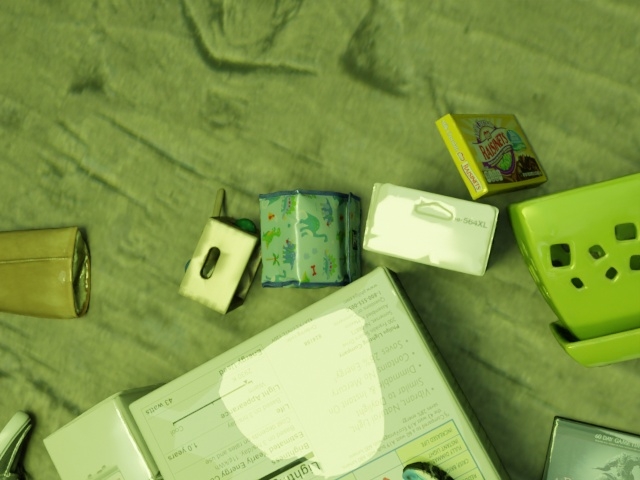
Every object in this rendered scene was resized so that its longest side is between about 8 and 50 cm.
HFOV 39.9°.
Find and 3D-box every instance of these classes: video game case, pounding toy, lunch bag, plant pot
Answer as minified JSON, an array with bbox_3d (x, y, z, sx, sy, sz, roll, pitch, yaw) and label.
[{"bbox_3d":[0.371,0.382,1.125,0.196,0.026,0.274,11,89,11],"label":"video game case"},{"bbox_3d":[-0.134,0.011,1.206,0.100,0.130,0.141,23,95,5],"label":"pounding toy"},{"bbox_3d":[0.000,0.000,1.170,0.096,0.151,0.128,-3,86,43],"label":"lunch bag"},{"bbox_3d":[0.361,0.027,1.058,0.227,0.228,0.207,-15,91,9],"label":"plant pot"}]

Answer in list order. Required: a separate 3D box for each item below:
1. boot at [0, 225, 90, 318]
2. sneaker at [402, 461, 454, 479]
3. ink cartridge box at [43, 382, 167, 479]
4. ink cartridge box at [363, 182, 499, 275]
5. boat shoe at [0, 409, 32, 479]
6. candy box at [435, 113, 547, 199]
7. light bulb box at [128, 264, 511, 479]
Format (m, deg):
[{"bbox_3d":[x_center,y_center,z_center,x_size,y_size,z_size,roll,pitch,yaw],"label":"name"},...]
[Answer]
[{"bbox_3d":[-0.475,-0.005,1.290,0.270,0.089,0.236,-1,96,11],"label":"boot"},{"bbox_3d":[0.135,0.308,0.930,0.073,0.063,0.162,-39,80,6],"label":"sneaker"},{"bbox_3d":[-0.211,0.342,1.147,0.117,0.207,0.283,-31,80,6],"label":"ink cartridge box"},{"bbox_3d":[0.144,-0.013,1.105,0.148,0.203,0.085,13,93,12],"label":"ink cartridge box"},{"bbox_3d":[-0.461,0.356,1.264,0.076,0.080,0.228,29,88,-6],"label":"boat shoe"},{"bbox_3d":[0.218,-0.109,1.105,0.027,0.206,0.105,-33,79,32],"label":"candy box"},{"bbox_3d":[0.021,0.273,1.098,0.358,0.225,0.361,-29,82,7],"label":"light bulb box"}]
